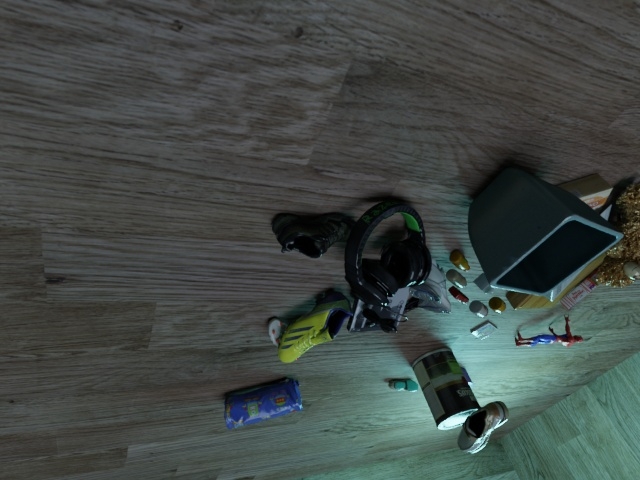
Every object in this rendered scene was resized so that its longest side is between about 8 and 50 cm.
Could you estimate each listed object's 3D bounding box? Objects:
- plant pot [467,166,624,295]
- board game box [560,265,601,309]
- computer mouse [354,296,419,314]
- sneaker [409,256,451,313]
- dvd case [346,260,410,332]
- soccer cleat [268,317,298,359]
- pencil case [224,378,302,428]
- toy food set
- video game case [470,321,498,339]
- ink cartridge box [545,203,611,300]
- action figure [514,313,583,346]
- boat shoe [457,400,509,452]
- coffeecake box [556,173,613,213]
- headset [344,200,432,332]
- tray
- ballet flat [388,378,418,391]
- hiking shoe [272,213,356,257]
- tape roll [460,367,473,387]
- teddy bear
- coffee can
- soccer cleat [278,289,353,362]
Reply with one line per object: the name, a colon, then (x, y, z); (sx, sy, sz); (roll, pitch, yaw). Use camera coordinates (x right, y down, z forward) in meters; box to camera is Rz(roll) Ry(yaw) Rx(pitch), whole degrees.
plant pot: (0.528, -0.042, 1.106); (0.246, 0.253, 0.248); (12, 132, -32)
board game box: (1.021, 0.178, 1.671); (0.193, 0.045, 0.147); (-16, 146, -42)
computer mouse: (0.244, 0.204, 1.425); (0.184, 0.060, 0.262); (-36, 138, 20)
sneaker: (0.356, 0.146, 1.353); (0.110, 0.130, 0.297); (8, 159, 23)
dvd case: (0.189, 0.173, 1.330); (0.179, 0.029, 0.239); (3, 114, -25)
soccer cleat: (-0.124, 0.317, 1.405); (0.068, 0.076, 0.196); (-45, 129, -20)
pencil case: (-0.220, 0.624, 1.672); (0.305, 0.133, 0.119); (-13, 180, -7)
toy food set: (0.461, 0.148, 1.306); (0.111, 0.232, 0.104); (-47, 136, 11)
video game case: (0.703, 0.387, 1.863); (0.087, 0.011, 0.122); (-37, 137, 20)
ink cartridge box: (0.776, 0.034, 1.342); (0.239, 0.060, 0.275); (-43, 140, -9)
action figure: (1.041, 0.416, 1.989); (0.279, 0.139, 0.092); (1, 145, 10)
boat shoe: (0.620, 0.745, 1.736); (0.103, 0.113, 0.303); (5, 124, -25)
coffeecake box: (0.742, -0.091, 1.283); (0.142, 0.068, 0.186); (-17, 141, -4)
headset: (0.161, 0.081, 1.156); (0.243, 0.185, 0.395); (-27, 122, -29)
tray: (0.873, 0.100, 1.555); (0.202, 0.076, 0.411); (1, 136, -24)
ballet flat: (0.390, 0.684, 2.057); (0.168, 0.057, 0.052); (17, 156, -32)
hiking shoe: (0.000, 0.000, 1.046); (0.226, 0.114, 0.086); (-2, 138, -21)
tape roll: (0.657, 0.717, 2.172); (0.188, 0.080, 0.189); (-12, 140, -10)
teddy bear: (0.960, -0.012, 1.331); (0.245, 0.113, 0.339); (17, 93, -40)
coffee can: (0.538, 0.637, 1.874); (0.201, 0.276, 0.202); (-12, 140, -10)
soccer cleat: (-0.019, 0.278, 1.313); (0.289, 0.121, 0.093); (-47, 136, 9)
